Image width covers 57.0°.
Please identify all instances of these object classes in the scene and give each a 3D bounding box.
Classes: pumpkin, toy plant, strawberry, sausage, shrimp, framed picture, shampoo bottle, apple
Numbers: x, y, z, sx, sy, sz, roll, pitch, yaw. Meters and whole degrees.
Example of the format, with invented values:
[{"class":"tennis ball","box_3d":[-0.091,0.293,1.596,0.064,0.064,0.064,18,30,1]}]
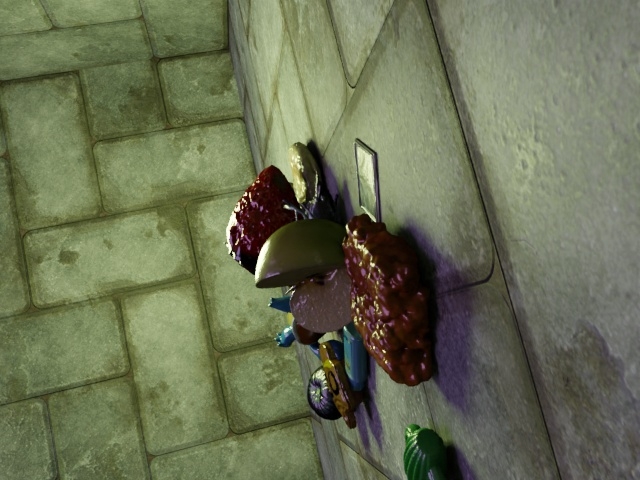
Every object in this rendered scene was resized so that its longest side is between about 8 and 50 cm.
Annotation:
[{"class":"pumpkin","box_3d":[0.038,0.541,2.111,0.202,0.140,0.202,-16,71,53]},{"class":"toy plant","box_3d":[0.218,0.472,1.262,0.240,0.088,0.155,95,159,-70]},{"class":"strawberry","box_3d":[-0.153,-0.048,1.905,0.291,0.310,0.292,39,-178,-2]},{"class":"sausage","box_3d":[0.100,0.467,1.946,0.062,0.062,0.154,107,149,-69]},{"class":"shrimp","box_3d":[0.003,-0.003,1.735,0.221,0.165,0.411,-76,-33,-61]},{"class":"framed picture","box_3d":[0.108,-0.135,1.382,0.142,0.011,0.183,-122,23,-62]},{"class":"shampoo bottle","box_3d":[0.107,0.356,1.790,0.104,0.061,0.259,-120,20,-52]},{"class":"apple","box_3d":[-0.008,0.068,1.514,0.295,0.257,0.234,40,-146,-29]}]

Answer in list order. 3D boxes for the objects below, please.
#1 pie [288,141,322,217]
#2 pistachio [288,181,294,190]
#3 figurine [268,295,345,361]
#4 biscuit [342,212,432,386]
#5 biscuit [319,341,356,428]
[{"class":"pie","box_3d":[-0.048,-0.185,1.987,0.337,0.075,0.338,169,90,-81]},{"class":"pistachio","box_3d":[-0.116,-0.149,2.267,0.152,0.126,0.223,41,-172,-32]},{"class":"figurine","box_3d":[-0.042,0.254,2.065,0.242,0.297,0.417,-2,104,45]},{"class":"biscuit","box_3d":[0.136,0.117,1.251,0.318,0.110,0.312,-119,18,-59]},{"class":"biscuit","box_3d":[0.051,0.473,1.921,0.208,0.041,0.291,115,137,-69]}]
